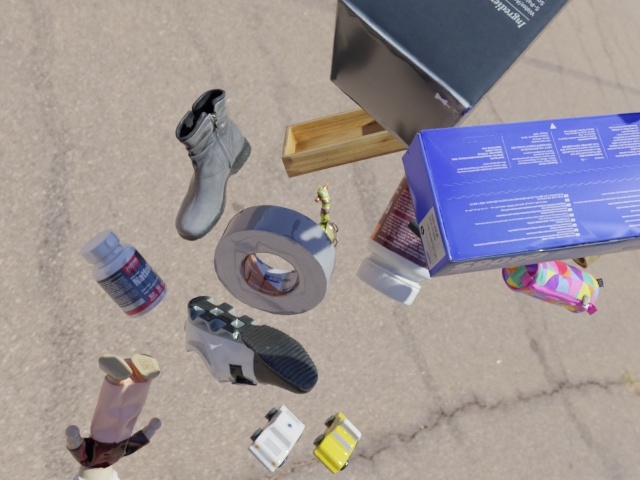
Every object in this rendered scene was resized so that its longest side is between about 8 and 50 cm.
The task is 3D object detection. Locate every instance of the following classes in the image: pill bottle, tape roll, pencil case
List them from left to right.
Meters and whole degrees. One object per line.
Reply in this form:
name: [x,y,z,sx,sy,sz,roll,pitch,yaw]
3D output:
pill bottle: [-0.420,0.068,1.394,0.180,0.108,0.108,55,40,-26]
tape roll: [-0.084,0.040,1.212,0.219,0.219,0.072,39,41,-18]
pill bottle: [0.278,-0.024,1.926,0.224,0.392,0.224,29,5,-3]
pencil case: [0.496,0.088,1.394,0.236,0.104,0.104,18,54,-30]

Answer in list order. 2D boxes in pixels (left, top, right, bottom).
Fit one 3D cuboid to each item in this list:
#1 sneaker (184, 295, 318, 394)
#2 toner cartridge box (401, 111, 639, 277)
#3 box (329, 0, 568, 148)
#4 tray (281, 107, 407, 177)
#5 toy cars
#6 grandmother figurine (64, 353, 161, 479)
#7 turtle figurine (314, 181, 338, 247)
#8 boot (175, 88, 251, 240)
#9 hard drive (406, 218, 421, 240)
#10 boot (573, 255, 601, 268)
sneaker: [-0.152,0.251,1.372,0.331,0.146,0.122,27,23,27]
toner cartridge box: [0.288,-0.061,0.805,0.348,0.075,0.165,-6,74,-12]
box: [0.218,-0.343,0.900,0.212,0.293,0.395,41,85,3]
tray: [0.103,-0.296,1.831,0.203,0.411,0.076,-88,162,-55]
toy cars: [-0.016,0.482,1.630,0.394,0.087,0.176,20,33,-42]
grandmother figurine: [-0.429,0.394,1.351,0.208,0.342,0.104,12,21,-33]
turtle figurine: [0.000,0.000,1.657,0.087,0.269,0.217,14,21,9]
boot: [-0.299,-0.188,1.595,0.222,0.118,0.338,63,41,-57]
hard drive: [0.253,0.001,1.339,0.094,0.022,0.135,-15,52,-45]
boot: [0.620,-0.096,1.364,0.236,0.269,0.089,53,0,-31]
